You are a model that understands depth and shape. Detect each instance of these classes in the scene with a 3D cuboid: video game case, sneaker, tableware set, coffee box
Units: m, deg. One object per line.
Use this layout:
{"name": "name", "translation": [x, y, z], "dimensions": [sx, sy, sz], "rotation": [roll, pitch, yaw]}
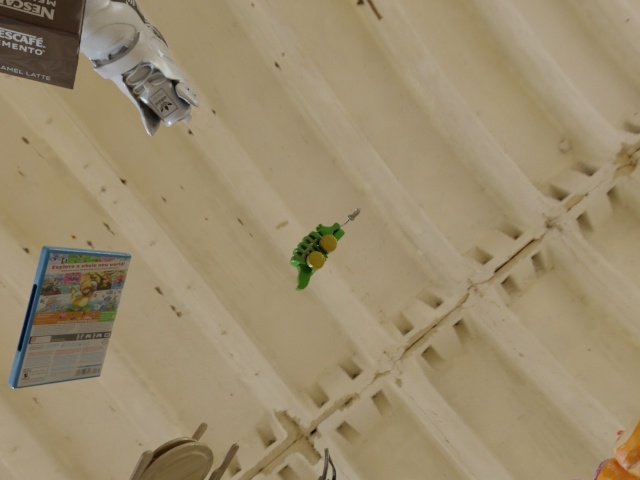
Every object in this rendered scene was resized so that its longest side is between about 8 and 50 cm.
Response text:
{"name": "video game case", "translation": [-0.299, 0.092, 0.683], "dimensions": [0.015, 0.119, 0.166], "rotation": [18, -86, 31]}
{"name": "sneaker", "translation": [-0.341, -0.326, 1.067], "dimensions": [0.137, 0.366, 0.210], "rotation": [-31, -87, 5]}
{"name": "tableware set", "translation": [-0.187, 0.288, 0.612], "dimensions": [0.039, 0.128, 0.194], "rotation": [38, -78, 40]}
{"name": "coffee box", "translation": [-0.377, -0.335, 0.732], "dimensions": [0.141, 0.098, 0.247], "rotation": [7, -121, -26]}

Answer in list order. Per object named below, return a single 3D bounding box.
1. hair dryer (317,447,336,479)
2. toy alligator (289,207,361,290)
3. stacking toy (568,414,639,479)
{"name": "hair dryer", "translation": [-0.008, 0.480, 0.820], "dimensions": [0.080, 0.223, 0.294], "rotation": [-1, -87, 34]}
{"name": "toy alligator", "translation": [0.000, 0.000, 0.925], "dimensions": [0.051, 0.056, 0.190], "rotation": [39, -118, -5]}
{"name": "stacking toy", "translation": [0.232, 0.271, 0.468], "dimensions": [0.175, 0.165, 0.302], "rotation": [-6, -68, -36]}
